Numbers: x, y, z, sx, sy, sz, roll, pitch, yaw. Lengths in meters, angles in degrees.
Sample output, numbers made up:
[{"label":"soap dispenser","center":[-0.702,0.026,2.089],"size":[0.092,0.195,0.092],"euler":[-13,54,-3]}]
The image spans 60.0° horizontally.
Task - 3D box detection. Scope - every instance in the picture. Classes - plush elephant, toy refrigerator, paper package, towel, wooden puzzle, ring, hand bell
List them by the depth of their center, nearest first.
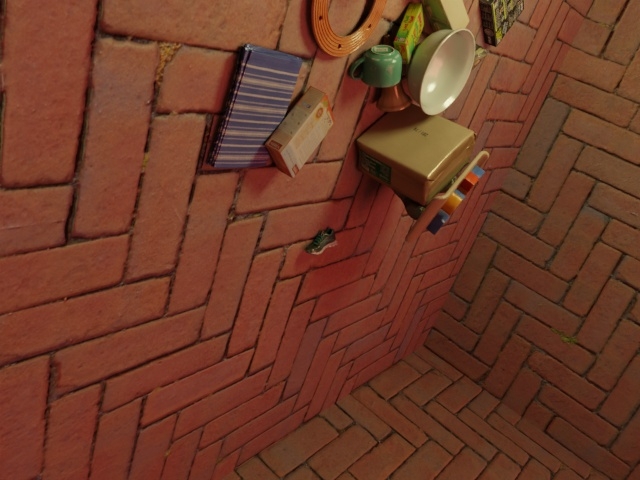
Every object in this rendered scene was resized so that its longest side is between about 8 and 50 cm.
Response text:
[{"label":"towel","center":[-0.178,-0.356,1.516],"size":[0.243,0.040,0.336],"euler":[-13,132,-55]},{"label":"ring","center":[0.085,-0.691,1.567],"size":[0.336,0.032,0.337],"euler":[-39,147,-31]},{"label":"hand bell","center":[0.238,-0.574,1.874],"size":[0.126,0.126,0.242],"euler":[-39,136,-28]},{"label":"toy refrigerator","center":[0.417,-0.799,1.890],"size":[0.094,0.102,0.269],"euler":[-58,152,4]},{"label":"paper package","center":[0.344,-0.326,2.035],"size":[0.309,0.324,0.168],"euler":[-43,150,-25]},{"label":"wooden puzzle","center":[0.497,-0.149,2.119],"size":[0.348,0.080,0.322],"euler":[-41,167,-30]},{"label":"plush elephant","center":[0.407,-0.275,2.250],"size":[0.255,0.272,0.330],"euler":[-39,-178,18]}]

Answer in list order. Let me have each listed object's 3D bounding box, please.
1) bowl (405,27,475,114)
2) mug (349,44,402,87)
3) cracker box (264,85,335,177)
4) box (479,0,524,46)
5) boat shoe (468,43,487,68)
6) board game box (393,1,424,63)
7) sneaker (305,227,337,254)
[{"label":"bowl","center":[0.389,-0.594,1.901],"size":[0.297,0.134,0.298],"euler":[-33,143,-29]},{"label":"mug","center":[0.185,-0.555,1.758],"size":[0.157,0.129,0.097],"euler":[-35,142,-33]},{"label":"cracker box","center":[-0.057,-0.323,1.665],"size":[0.232,0.067,0.156],"euler":[-54,159,-12]},{"label":"box","center":[0.746,-0.966,2.269],"size":[0.216,0.060,0.270],"euler":[-54,152,-3]},{"label":"boat shoe","center":[0.551,-0.718,2.115],"size":[0.132,0.130,0.355],"euler":[-44,-176,17]},{"label":"board game box","center":[0.292,-0.681,1.820],"size":[0.092,0.043,0.181],"euler":[62,46,-58]},{"label":"sneaker","center":[0.000,0.000,2.143],"size":[0.166,0.064,0.076],"euler":[-30,126,-45]}]
